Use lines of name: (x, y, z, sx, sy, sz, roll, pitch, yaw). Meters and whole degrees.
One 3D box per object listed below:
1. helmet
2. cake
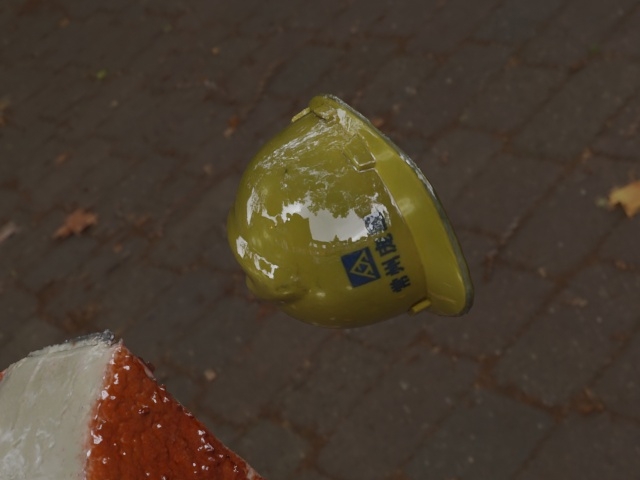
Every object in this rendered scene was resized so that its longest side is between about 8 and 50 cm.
helmet: (0.000, 0.000, 1.164, 0.140, 0.205, 0.257, -29, 25, -11)
cake: (-0.134, 0.214, 1.033, 0.158, 0.262, 0.159, -19, 35, 41)
